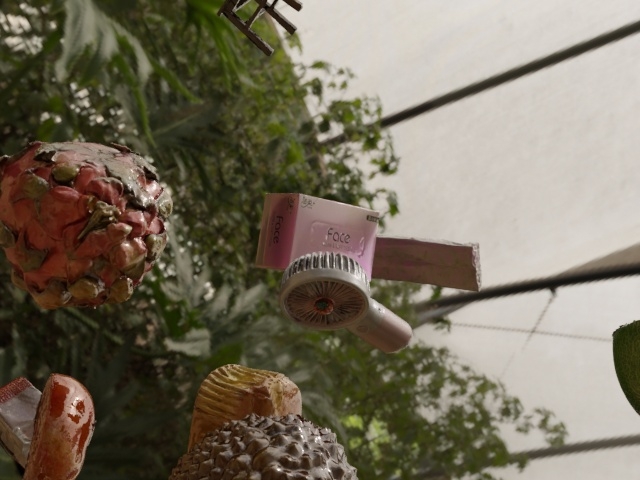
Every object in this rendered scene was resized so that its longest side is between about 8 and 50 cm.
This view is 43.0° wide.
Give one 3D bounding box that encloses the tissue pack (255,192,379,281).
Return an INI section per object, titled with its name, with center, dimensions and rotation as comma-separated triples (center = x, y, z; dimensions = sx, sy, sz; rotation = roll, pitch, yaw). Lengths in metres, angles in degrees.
[tissue pack]
center = 0.000, 0.000, 1.560
dimensions = 0.246, 0.092, 0.149
rotation = 10, 87, -49

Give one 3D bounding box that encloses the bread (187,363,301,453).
[bread]
center = -0.144, 0.399, 1.628
dimensions = 0.156, 0.288, 0.204
rotation = 8, -8, 43

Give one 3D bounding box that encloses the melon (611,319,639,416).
[melon]
center = 0.554, 0.238, 1.344
dimensions = 0.265, 0.129, 0.169
rotation = 42, 49, -51

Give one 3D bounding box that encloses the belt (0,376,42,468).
[belt]
center = -0.648, 0.400, 1.758
dimensions = 0.201, 0.124, 0.128
rotation = 40, -40, 22

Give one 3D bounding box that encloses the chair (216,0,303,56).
[chair]
center = -0.108, -0.361, 1.071
dimensions = 0.212, 0.101, 0.084
rotation = 41, 46, -4

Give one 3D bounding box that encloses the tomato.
[tomato]
center = -0.466, 0.358, 1.452
dimensions = 0.095, 0.237, 0.237
rotation = 16, 21, -21

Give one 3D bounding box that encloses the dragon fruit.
[dragon fruit]
center = -0.394, 0.002, 1.343
dimensions = 0.263, 0.314, 0.296
rotation = 47, -50, 52

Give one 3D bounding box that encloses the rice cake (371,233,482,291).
[rice cake]
center = 0.209, 0.042, 1.778
dimensions = 0.050, 0.297, 0.106
rotation = -27, 118, -58

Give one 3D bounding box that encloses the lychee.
[lychee]
center = -0.060, 0.319, 0.948
dimensions = 0.268, 0.267, 0.267
rotation = 63, 1, -2

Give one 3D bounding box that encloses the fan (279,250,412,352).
[fan]
center = 0.046, 0.102, 1.197
dimensions = 0.244, 0.130, 0.074
rotation = 34, 40, -33
